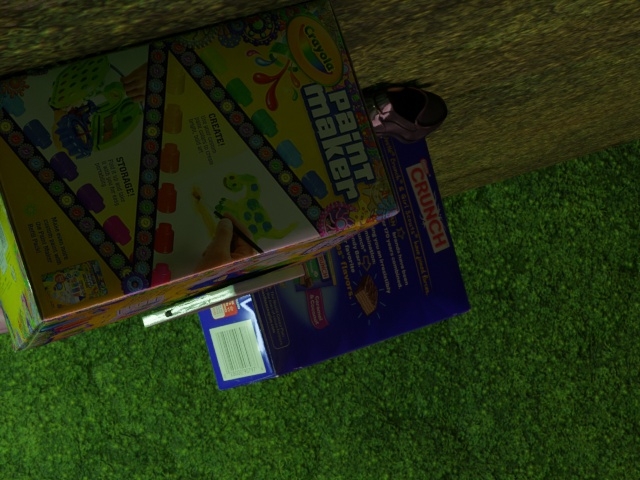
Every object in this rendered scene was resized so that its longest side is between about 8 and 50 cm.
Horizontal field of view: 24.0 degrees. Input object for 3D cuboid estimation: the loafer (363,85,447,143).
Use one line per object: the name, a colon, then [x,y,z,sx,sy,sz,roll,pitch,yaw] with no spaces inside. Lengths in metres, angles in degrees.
loafer: [0.097,-0.144,1.679,0.061,0.062,0.170,-26,173,37]

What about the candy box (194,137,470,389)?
candy box: [0.000,0.000,1.734,0.317,0.268,0.122,-14,179,-39]

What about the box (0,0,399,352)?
box: [-0.128,-0.041,1.214,0.279,0.177,0.290,-17,176,-17]

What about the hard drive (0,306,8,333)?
hard drive: [-0.511,0.090,1.893,0.233,0.047,0.353,-11,170,7]

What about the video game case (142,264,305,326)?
video game case: [-0.084,0.048,1.298,0.122,0.011,0.087,-20,177,42]
